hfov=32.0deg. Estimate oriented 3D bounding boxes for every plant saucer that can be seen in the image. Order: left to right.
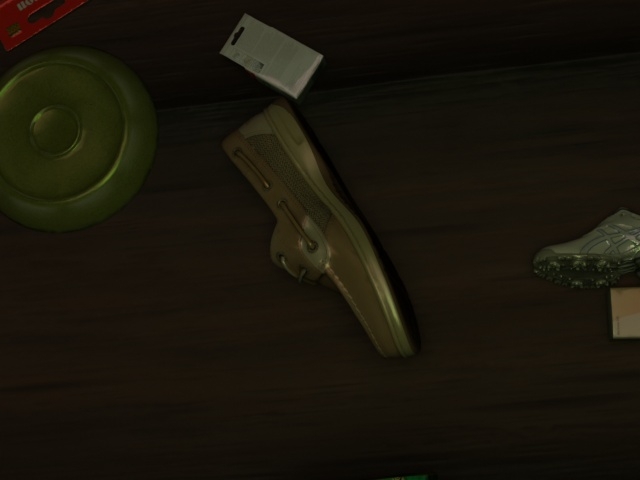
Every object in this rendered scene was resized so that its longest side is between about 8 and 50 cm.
[{"bbox_3d":[-0.319,-0.130,1.362,0.241,0.037,0.241,-1,79,7],"label":"plant saucer"}]

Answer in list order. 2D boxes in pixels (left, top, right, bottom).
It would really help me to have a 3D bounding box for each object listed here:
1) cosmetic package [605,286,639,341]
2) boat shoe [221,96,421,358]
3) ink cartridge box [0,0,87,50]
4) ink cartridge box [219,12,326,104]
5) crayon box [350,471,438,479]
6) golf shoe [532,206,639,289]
[{"bbox_3d":[0.376,0.080,1.227,0.115,0.041,0.060,-3,80,7],"label":"cosmetic package"},{"bbox_3d":[0.000,0.000,1.261,0.110,0.121,0.341,-32,67,6],"label":"boat shoe"},{"bbox_3d":[-0.385,-0.352,1.408,0.145,0.045,0.179,-32,75,2],"label":"ink cartridge box"},{"bbox_3d":[-0.058,-0.220,1.347,0.115,0.029,0.063,31,86,13],"label":"ink cartridge box"},{"bbox_3d":[0.036,0.281,1.115,0.165,0.278,0.081,-9,78,6],"label":"crayon box"},{"bbox_3d":[0.324,0.005,1.248,0.176,0.069,0.086,-3,59,4],"label":"golf shoe"}]
